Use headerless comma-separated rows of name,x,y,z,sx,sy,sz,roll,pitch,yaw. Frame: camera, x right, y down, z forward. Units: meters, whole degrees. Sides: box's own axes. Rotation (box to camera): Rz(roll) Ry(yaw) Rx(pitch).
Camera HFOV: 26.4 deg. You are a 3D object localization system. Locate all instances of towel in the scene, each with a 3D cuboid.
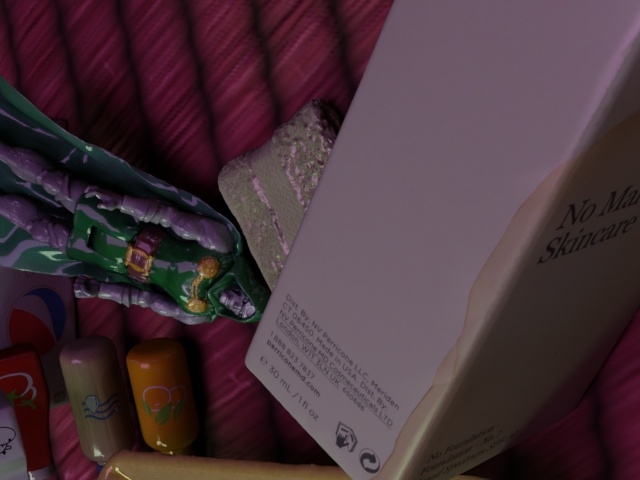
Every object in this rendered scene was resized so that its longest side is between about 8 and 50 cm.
towel,0.000,0.000,0.812,0.110,0.027,0.148,-33,79,41

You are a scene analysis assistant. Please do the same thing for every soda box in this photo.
soda box,-0.228,0.019,0.992,0.069,0.074,0.216,13,109,39

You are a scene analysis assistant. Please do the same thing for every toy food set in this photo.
toy food set,-0.202,0.139,0.919,0.111,0.232,0.104,26,130,62

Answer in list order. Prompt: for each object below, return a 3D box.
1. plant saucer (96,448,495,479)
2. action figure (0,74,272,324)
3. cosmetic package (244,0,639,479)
plant saucer,-0.025,0.295,0.763,0.333,0.081,0.332,-4,70,43
action figure,-0.132,-0.004,0.876,0.232,0.063,0.137,23,120,12
cosmetic package,0.097,-0.039,0.614,0.113,0.160,0.309,44,131,26
